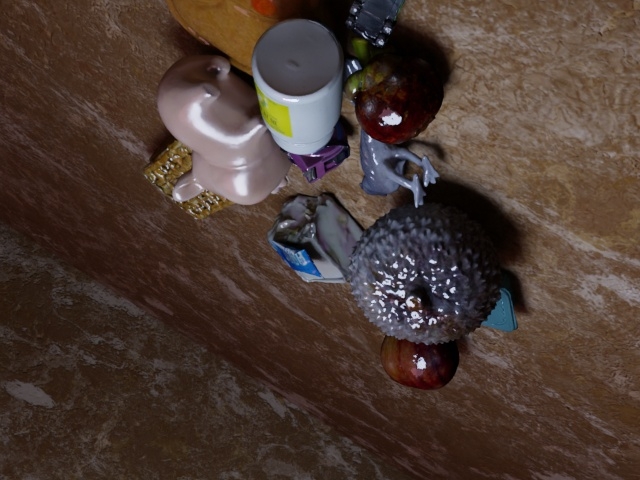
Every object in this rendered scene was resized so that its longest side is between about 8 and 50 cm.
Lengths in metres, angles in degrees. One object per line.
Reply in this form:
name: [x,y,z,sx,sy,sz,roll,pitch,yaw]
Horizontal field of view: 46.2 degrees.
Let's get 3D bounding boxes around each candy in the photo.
candy: [-0.054,0.042,1.652,0.136,0.038,0.088,15,150,48]
candy: [0.000,0.000,1.720,0.184,0.137,0.195,-3,138,49]

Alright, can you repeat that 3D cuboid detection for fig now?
fig: [0.242,0.241,1.862,0.203,0.186,0.250,12,116,59]

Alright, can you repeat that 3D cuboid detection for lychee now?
lychee: [0.201,0.052,1.443,0.299,0.300,0.300,25,153,14]

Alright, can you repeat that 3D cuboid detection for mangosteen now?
mangosteen: [0.102,-0.237,1.197,0.181,0.146,0.156,31,158,-4]

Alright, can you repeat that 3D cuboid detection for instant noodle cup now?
instant noodle cup: [0.342,0.113,1.619,0.179,0.070,0.157,15,147,32]

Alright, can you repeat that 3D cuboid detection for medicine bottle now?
medicine bottle: [-0.033,-0.242,1.235,0.143,0.143,0.258,28,169,8]

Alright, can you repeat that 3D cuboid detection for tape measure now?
tape measure: [-0.009,-0.182,1.433,0.118,0.125,0.074,56,167,28]

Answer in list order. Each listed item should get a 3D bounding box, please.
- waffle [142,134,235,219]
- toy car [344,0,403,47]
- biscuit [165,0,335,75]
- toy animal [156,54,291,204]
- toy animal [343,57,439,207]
waffle: [-0.292,-0.165,1.806,0.213,0.091,0.308,42,152,-18]
toy car: [0.093,-0.357,1.099,0.071,0.063,0.165,31,154,1]
biscuit: [-0.144,-0.441,1.217,0.349,0.078,0.455,25,153,23]
toy animal: [-0.188,-0.210,1.475,0.326,0.237,0.269,41,147,-22]
toy animal: [0.123,-0.150,1.380,0.205,0.081,0.367,40,161,29]
